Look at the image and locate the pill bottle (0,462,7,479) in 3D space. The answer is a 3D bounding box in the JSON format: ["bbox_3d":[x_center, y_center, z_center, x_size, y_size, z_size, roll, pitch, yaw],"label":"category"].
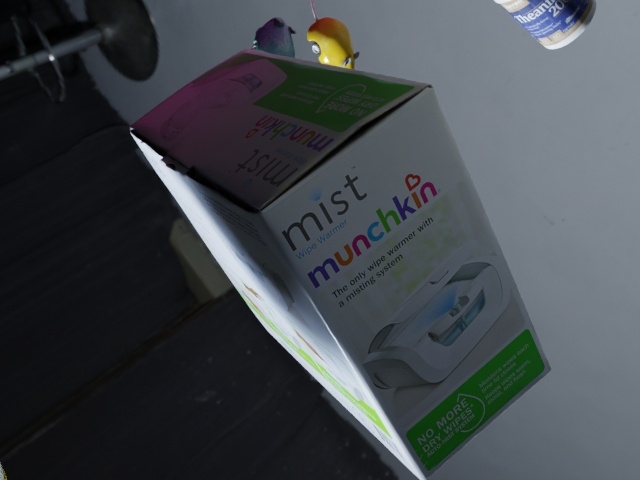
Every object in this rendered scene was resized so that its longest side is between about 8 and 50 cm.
[{"bbox_3d":[-0.261,0.217,0.432,0.188,0.188,0.333,17,125,38],"label":"pill bottle"}]

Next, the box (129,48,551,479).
[{"bbox_3d":[0.000,0.000,0.538,0.262,0.127,0.231,32,156,58],"label":"box"}]

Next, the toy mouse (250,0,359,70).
[{"bbox_3d":[-0.013,-0.149,0.676,0.031,0.143,0.161,-16,106,53],"label":"toy mouse"}]

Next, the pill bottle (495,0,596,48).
[{"bbox_3d":[0.212,-0.252,0.746,0.120,0.067,0.067,33,150,-23],"label":"pill bottle"}]
